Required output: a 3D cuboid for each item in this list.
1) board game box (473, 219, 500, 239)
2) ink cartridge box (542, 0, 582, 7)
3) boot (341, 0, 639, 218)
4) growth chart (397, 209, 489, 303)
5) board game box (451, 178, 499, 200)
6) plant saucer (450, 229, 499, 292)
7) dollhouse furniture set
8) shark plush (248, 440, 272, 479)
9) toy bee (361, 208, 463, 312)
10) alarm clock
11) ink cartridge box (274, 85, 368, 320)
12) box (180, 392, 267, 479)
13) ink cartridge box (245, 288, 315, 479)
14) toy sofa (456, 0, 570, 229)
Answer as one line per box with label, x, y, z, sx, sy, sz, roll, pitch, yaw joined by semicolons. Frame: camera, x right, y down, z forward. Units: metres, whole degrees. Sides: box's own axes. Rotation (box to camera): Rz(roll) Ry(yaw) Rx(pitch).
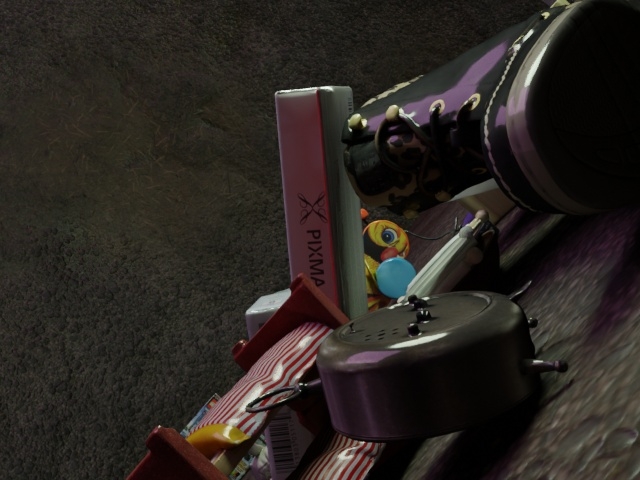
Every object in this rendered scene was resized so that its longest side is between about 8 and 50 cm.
board game box;0.149;0.062;1.125;0.186;0.026;0.126;-50;-1;36
ink cartridge box;0.441;-0.453;1.432;0.121;0.289;0.211;-51;-1;-1
boot;0.140;-0.093;0.715;0.284;0.138;0.377;-22;17;39
growth chart;0.111;0.048;0.901;0.172;0.021;0.237;-49;-1;15
board game box;0.250;-0.141;0.973;0.193;0.053;0.305;-48;16;-26
plant saucer;0.127;0.073;0.922;0.198;0.036;0.198;-49;-1;-1
dollhouse furniture set;-0.094;0.227;0.691;0.374;0.152;0.201;-49;-2;37
shark plush;-0.048;0.290;1.108;0.067;0.073;0.161;-28;-30;-20
toy bee;0.101;0.031;1.520;0.298;0.162;0.195;-48;-3;-22
alarm clock;0.044;0.076;0.532;0.192;0.064;0.129;-17;6;6
ink cartridge box;0.000;0.000;0.852;0.066;0.296;0.261;-4;8;9
box;-0.171;0.356;1.575;0.094;0.137;0.027;-48;-1;3
ink cartridge box;-0.027;0.149;1.013;0.066;0.189;0.232;-9;5;4
toy sofa;0.290;-0.184;1.304;0.362;0.150;0.177;-48;0;-32
